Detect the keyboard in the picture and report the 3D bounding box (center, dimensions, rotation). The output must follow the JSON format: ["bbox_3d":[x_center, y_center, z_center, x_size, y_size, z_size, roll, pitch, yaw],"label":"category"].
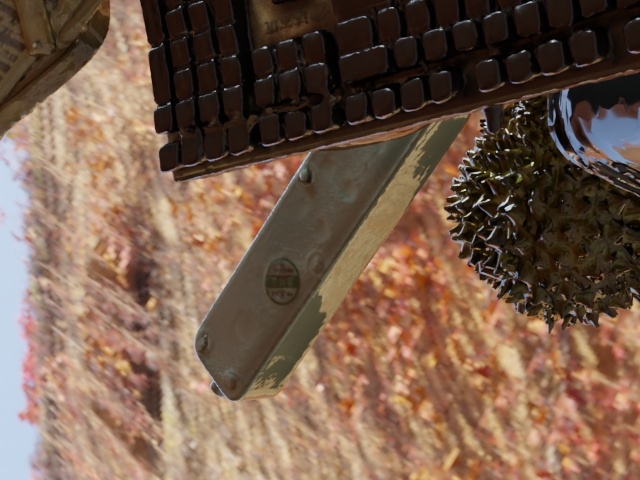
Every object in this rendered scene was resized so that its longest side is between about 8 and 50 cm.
[{"bbox_3d":[0.051,-0.092,0.569,0.027,0.317,0.106,-6,-95,-54],"label":"keyboard"}]

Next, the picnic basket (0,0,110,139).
[{"bbox_3d":[-0.263,-0.184,1.010,0.175,0.228,0.313,28,-62,-29],"label":"picnic basket"}]

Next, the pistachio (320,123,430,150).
[{"bbox_3d":[0.013,-0.135,1.103,0.226,0.136,0.136,-6,-67,12],"label":"pistachio"}]

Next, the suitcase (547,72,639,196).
[{"bbox_3d":[0.327,-0.115,0.703,0.434,0.194,0.283,17,-96,-20],"label":"suitcase"}]

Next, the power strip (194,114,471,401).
[{"bbox_3d":[0.000,0.000,1.299,0.062,0.091,0.385,2,-51,-47],"label":"power strip"}]

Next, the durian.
[{"bbox_3d":[0.259,-0.051,1.387,0.258,0.258,0.293,10,-66,-35],"label":"durian"}]
